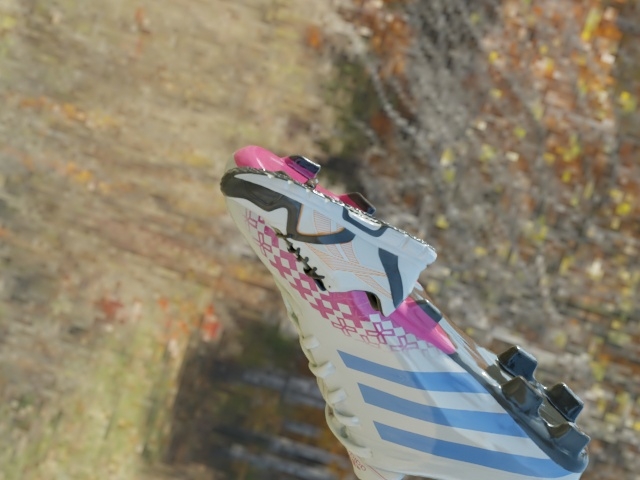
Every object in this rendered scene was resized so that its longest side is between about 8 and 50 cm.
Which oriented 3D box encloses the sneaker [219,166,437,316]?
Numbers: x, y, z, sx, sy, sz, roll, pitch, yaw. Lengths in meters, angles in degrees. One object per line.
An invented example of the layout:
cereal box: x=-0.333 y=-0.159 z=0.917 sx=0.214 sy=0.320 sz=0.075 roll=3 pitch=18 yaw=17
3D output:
sneaker: x=0.000 y=0.000 z=0.754 sx=0.044 sy=0.109 sz=0.040 roll=-63 pitch=-168 yaw=4

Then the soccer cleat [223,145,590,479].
soccer cleat: x=0.035 y=0.083 z=1.106 sx=0.143 sy=0.331 sz=0.116 roll=-45 pitch=-173 yaw=16
